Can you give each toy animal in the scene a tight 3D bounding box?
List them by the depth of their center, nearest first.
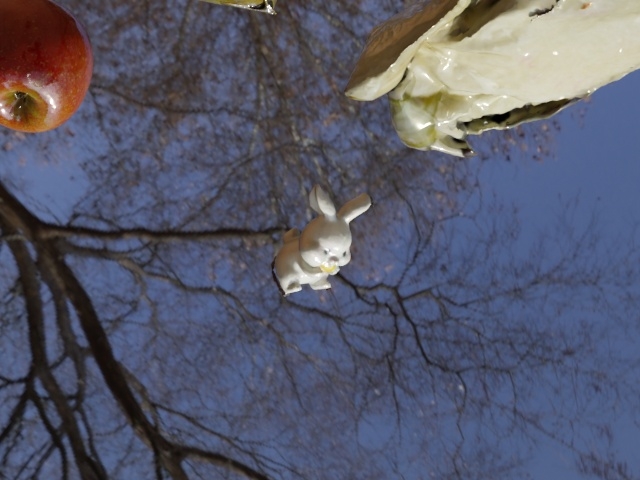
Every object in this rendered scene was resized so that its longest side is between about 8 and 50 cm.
[{"bbox_3d":[0.001,0.006,1.051,0.124,0.071,0.085,-44,-136,45],"label":"toy animal"}]

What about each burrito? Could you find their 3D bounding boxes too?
[{"bbox_3d":[0.189,-0.206,0.885,0.332,0.190,0.135,-26,-121,35],"label":"burrito"}]

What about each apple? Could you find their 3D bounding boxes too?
[{"bbox_3d":[-0.413,-0.252,1.316,0.181,0.181,0.168,-9,-128,15],"label":"apple"}]

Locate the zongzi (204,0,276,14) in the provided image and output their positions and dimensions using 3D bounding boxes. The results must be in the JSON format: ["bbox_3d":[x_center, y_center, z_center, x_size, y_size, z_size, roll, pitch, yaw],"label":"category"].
[{"bbox_3d":[-0.143,-0.328,0.857,0.241,0.248,0.111,2,-128,-11],"label":"zongzi"}]
